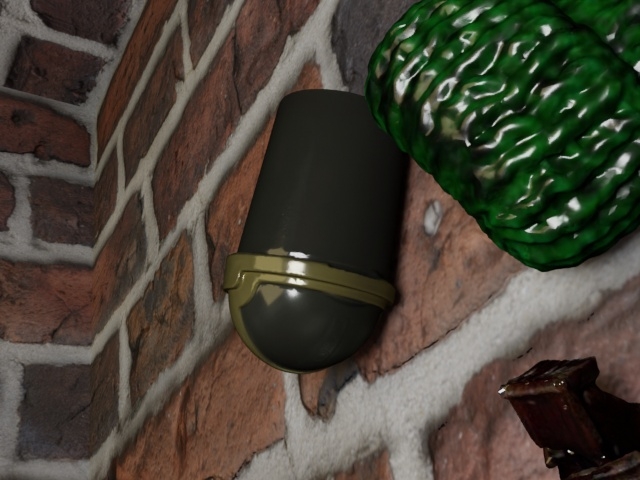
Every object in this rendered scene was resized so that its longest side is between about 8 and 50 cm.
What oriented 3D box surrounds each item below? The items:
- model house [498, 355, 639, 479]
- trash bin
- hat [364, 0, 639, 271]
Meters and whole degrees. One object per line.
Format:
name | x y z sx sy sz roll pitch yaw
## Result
model house | 0.198 0.191 0.564 0.141 0.164 0.203 -48 39 33
trash bin | 0.000 0.000 0.927 0.214 0.214 0.334 -7 66 59
hat | 0.224 -0.155 0.631 0.332 0.242 0.274 -43 63 12
